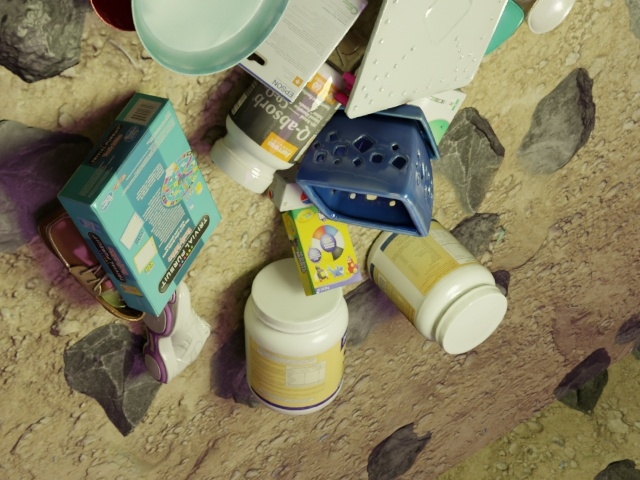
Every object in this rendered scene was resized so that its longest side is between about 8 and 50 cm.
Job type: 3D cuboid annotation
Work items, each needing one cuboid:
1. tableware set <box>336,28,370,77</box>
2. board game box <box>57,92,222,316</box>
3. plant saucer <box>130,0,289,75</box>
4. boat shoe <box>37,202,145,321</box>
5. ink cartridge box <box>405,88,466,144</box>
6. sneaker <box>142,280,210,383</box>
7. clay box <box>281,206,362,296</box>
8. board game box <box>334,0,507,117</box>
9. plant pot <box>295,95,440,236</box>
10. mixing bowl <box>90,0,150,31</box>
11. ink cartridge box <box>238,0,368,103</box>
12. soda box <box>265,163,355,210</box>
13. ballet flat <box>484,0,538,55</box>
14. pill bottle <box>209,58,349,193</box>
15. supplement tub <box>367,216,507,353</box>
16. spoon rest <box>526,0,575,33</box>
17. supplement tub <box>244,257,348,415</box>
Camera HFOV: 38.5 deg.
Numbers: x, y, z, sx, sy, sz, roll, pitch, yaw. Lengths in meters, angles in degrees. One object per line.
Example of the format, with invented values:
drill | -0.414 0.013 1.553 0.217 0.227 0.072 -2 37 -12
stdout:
tableware set | 0.044 -0.340 1.859 0.169 0.020 0.141 -41 143 -1
board game box | -0.317 -0.060 1.681 0.253 0.079 0.336 -60 153 -29
plant saucer | -0.168 -0.411 1.439 0.318 0.044 0.317 -31 143 -27
boat shoe | -0.417 0.048 1.761 0.123 0.120 0.324 -37 143 -5
ink cartridge box | 0.199 -0.277 2.034 0.225 0.056 0.181 3 125 -45
sneaker | -0.314 0.177 2.016 0.152 0.114 0.305 -30 148 -37
clay box | 0.000 0.000 2.018 0.128 0.221 0.053 -15 178 -31
board game box | 0.218 -0.431 1.676 0.390 0.050 0.389 -23 144 -42
plant pot | 0.112 -0.154 1.836 0.236 0.236 0.212 49 54 -64
mixing bowl | -0.298 -0.423 1.403 0.181 0.098 0.181 -29 141 -27
ink cartridge box | -0.070 -0.390 1.585 0.223 0.045 0.224 36 103 -11
soda box | -0.008 -0.124 1.990 0.216 0.069 0.073 -11 133 -34
ballet flat | 0.392 -0.516 1.908 0.348 0.123 0.123 -46 143 17
pill bottle | -0.078 -0.236 1.740 0.278 0.162 0.162 -52 142 13
supplement tub | 0.287 0.106 2.273 0.228 0.316 0.228 -24 140 -22
spoon rest | 0.516 -0.570 1.990 0.137 0.084 0.276 -23 139 -23
supplement tub | -0.058 0.226 2.156 0.241 0.241 0.331 -22 140 -24
